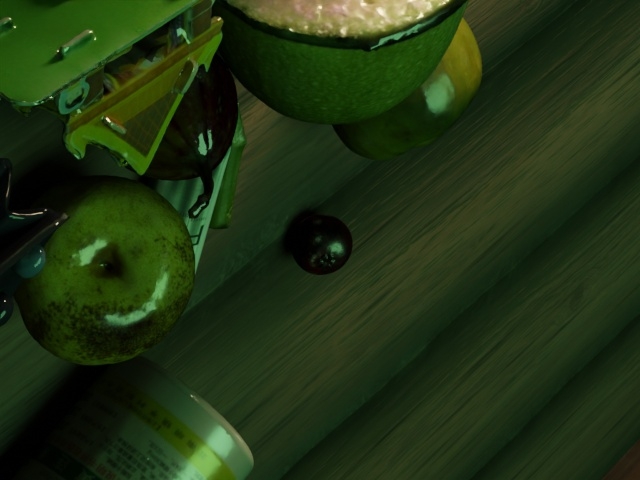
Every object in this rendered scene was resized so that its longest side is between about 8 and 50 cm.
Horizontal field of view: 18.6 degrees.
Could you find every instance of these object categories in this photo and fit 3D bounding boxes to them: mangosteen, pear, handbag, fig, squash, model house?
[{"bbox_3d":[0.000,0.002,2.501,0.081,0.081,0.081,-41,149,-32],"label":"mangosteen"},{"bbox_3d":[-0.227,0.030,2.012,0.197,0.197,0.197,-41,149,-32],"label":"pear"},{"bbox_3d":[-0.367,0.092,1.742,0.269,0.118,0.326,-46,179,-34],"label":"handbag"},{"bbox_3d":[0.085,-0.217,2.318,0.203,0.203,0.225,-39,109,-34],"label":"fig"},{"bbox_3d":[-0.004,-0.233,2.043,0.310,0.310,0.309,-43,162,-29],"label":"squash"},{"bbox_3d":[-0.143,-0.128,1.980,0.148,0.202,0.149,-19,118,-42],"label":"fig"},{"bbox_3d":[-0.229,-0.150,1.769,0.357,0.242,0.313,-41,152,-34],"label":"model house"}]

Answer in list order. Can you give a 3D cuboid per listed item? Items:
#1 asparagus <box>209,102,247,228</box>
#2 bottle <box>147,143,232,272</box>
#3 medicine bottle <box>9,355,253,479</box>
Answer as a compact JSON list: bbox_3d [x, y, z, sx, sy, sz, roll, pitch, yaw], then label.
[{"bbox_3d":[-0.111,-0.093,2.241,0.045,0.041,0.178,4,125,-10],"label":"asparagus"},{"bbox_3d":[-0.171,-0.018,2.181,0.096,0.079,0.254,7,118,-20],"label":"bottle"},{"bbox_3d":[-0.256,0.316,2.234,0.340,0.208,0.208,-50,152,-17],"label":"medicine bottle"}]
